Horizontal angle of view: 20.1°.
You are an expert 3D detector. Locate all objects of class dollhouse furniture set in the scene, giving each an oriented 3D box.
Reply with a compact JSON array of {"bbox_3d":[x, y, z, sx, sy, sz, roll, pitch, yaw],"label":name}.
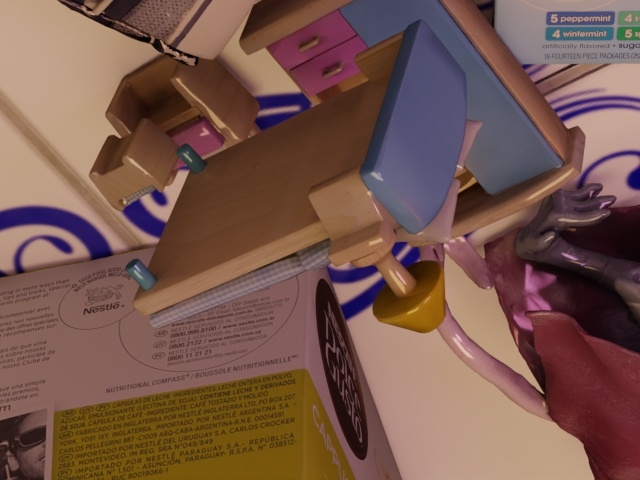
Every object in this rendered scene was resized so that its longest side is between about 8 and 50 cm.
[{"bbox_3d":[0.000,0.000,1.106,0.286,0.303,0.198,-25,120,31],"label":"dollhouse furniture set"}]

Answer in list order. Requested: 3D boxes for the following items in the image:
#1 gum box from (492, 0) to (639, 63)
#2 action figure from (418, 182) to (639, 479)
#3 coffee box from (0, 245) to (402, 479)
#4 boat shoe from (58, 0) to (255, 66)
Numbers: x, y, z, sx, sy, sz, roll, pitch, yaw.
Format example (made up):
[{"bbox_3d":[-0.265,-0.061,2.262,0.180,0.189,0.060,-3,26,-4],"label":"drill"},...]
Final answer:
[{"bbox_3d":[0.188,-0.196,1.133,0.157,0.041,0.184,0,131,4],"label":"gum box"},{"bbox_3d":[0.234,0.159,1.302,0.275,0.248,0.370,-8,127,10],"label":"action figure"},{"bbox_3d":[-0.122,0.234,1.322,0.338,0.334,0.337,-12,128,10],"label":"coffee box"},{"bbox_3d":[-0.070,-0.249,1.039,0.158,0.127,0.340,18,130,-23],"label":"boat shoe"}]
